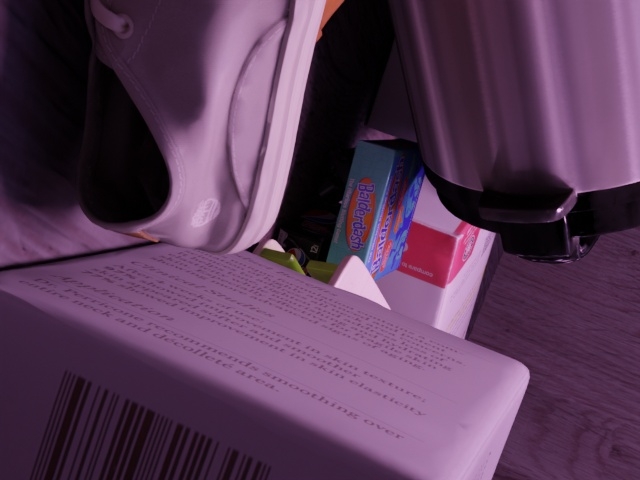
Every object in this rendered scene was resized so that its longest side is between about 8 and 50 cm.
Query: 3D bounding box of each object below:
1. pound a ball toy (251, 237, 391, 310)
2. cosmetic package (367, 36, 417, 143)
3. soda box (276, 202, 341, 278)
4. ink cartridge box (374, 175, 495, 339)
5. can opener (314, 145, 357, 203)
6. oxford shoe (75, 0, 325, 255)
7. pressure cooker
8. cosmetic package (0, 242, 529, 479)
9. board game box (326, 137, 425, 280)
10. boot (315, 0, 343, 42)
[{"bbox_3d":[-0.012,0.145,1.254,0.136,0.208,0.319,-57,138,-26],"label":"pound a ball toy"},{"bbox_3d":[0.196,-0.287,1.558,0.377,0.097,0.285,-27,138,-69],"label":"cosmetic package"},{"bbox_3d":[0.000,0.000,1.331,0.169,0.053,0.060,-33,141,-66],"label":"soda box"},{"bbox_3d":[0.151,0.061,1.732,0.279,0.160,0.385,-48,154,-52],"label":"ink cartridge box"},{"bbox_3d":[0.046,-0.082,1.386,0.073,0.059,0.186,-27,171,20],"label":"can opener"},{"bbox_3d":[-0.078,-0.181,0.666,0.130,0.169,0.450,-10,126,-31],"label":"oxford shoe"},{"bbox_3d":[0.271,-0.198,1.226,0.369,0.375,0.421,-21,119,-12],"label":"pressure cooker"},{"bbox_3d":[-0.070,0.210,0.837,0.328,0.329,0.393,-71,164,10],"label":"cosmetic package"},{"bbox_3d":[0.070,-0.036,1.299,0.210,0.047,0.160,-20,126,-72],"label":"board game box"},{"bbox_3d":[-0.004,-0.205,0.930,0.220,0.109,0.283,-71,163,3],"label":"boot"}]
